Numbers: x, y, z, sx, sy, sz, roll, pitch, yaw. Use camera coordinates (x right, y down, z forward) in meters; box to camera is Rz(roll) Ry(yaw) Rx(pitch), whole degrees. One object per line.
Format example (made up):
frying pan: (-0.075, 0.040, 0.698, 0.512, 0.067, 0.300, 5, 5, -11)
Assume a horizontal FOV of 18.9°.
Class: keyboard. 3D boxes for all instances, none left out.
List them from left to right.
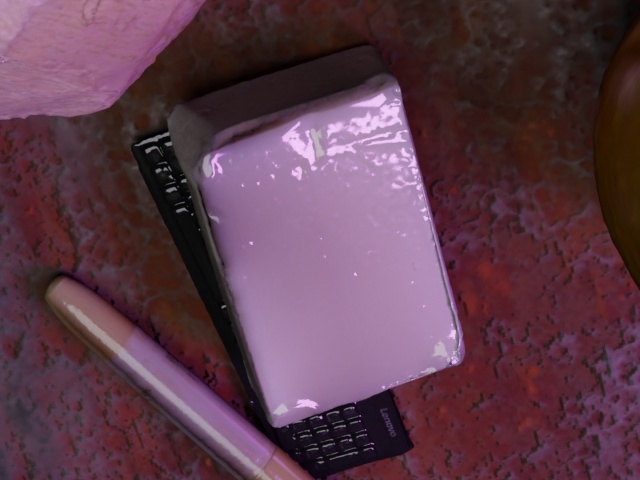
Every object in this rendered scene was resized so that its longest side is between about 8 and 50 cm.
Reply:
keyboard: (-0.022, 0.035, 1.102, 0.087, 0.017, 0.250, -17, 118, 11)

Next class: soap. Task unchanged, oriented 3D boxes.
soap: (0.000, 0.000, 1.037, 0.121, 0.064, 0.183, -19, 118, -6)

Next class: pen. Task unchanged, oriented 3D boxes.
pen: (-0.072, 0.101, 1.128, 0.233, 0.032, 0.040, 43, 156, -13)

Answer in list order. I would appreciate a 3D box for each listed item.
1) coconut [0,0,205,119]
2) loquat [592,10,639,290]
coconut: (-0.159, -0.189, 0.824, 0.297, 0.254, 0.297, -1, 87, 19)
loquat: (0.262, -0.029, 0.906, 0.276, 0.284, 0.276, -2, 117, -3)
